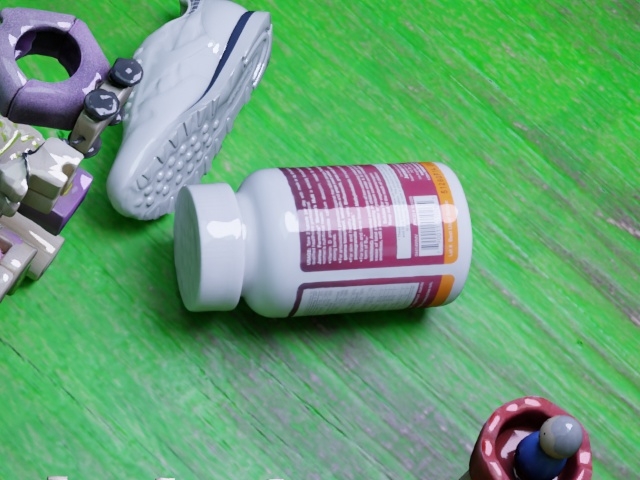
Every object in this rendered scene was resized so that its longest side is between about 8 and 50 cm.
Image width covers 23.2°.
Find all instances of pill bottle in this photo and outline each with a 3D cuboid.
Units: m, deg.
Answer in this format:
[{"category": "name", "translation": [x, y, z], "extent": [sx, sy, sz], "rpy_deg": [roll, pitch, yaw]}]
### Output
[{"category": "pill bottle", "translation": [0.000, 0.000, 1.251], "extent": [0.221, 0.121, 0.121], "rpy_deg": [-3, 64, -17]}]

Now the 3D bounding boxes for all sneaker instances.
[{"category": "sneaker", "translation": [-0.126, -0.114, 1.310], "extent": [0.095, 0.090, 0.235], "rpy_deg": [22, 54, 12]}]

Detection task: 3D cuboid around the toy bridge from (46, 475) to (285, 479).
[{"category": "toy bridge", "translation": [-0.117, 0.210, 1.162], "extent": [0.188, 0.026, 0.063], "rpy_deg": [2, 63, -14]}]

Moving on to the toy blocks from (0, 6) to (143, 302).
[{"category": "toy blocks", "translation": [-0.326, -0.029, 1.065], "extent": [0.260, 0.309, 0.288], "rpy_deg": [34, 58, -3]}]

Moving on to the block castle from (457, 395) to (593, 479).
[{"category": "block castle", "translation": [0.196, 0.353, 1.065], "extent": [0.303, 0.213, 0.453], "rpy_deg": [19, 60, -5]}]
